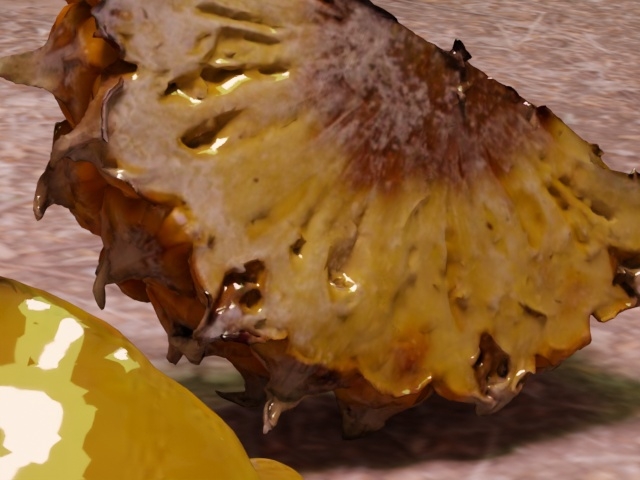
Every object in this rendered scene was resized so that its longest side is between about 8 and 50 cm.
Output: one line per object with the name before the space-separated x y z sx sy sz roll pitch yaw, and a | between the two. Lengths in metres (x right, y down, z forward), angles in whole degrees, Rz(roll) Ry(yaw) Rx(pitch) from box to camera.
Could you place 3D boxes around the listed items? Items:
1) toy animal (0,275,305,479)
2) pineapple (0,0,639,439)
toy animal | -0.079 0.081 0.335 0.156 0.156 0.230 12 16 23
pineapple | 0.001 0.000 0.618 0.233 0.135 0.079 25 -13 -23
